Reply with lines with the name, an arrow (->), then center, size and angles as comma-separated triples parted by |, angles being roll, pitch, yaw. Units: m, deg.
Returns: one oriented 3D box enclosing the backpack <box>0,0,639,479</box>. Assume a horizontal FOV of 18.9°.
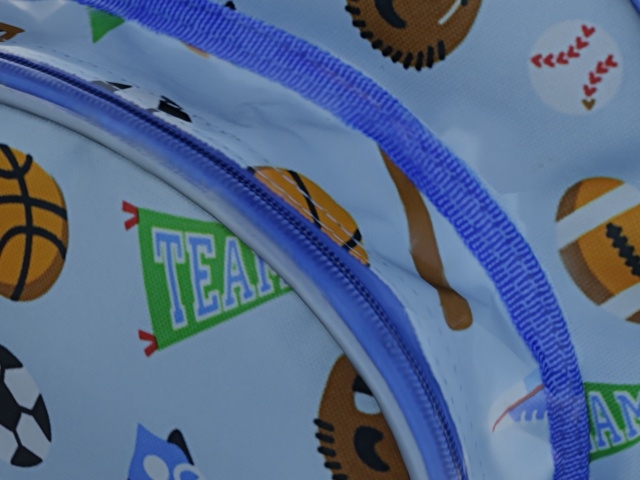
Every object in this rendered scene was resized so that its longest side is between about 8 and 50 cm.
backpack -> 0.000, 0.000, 0.444 | 0.276, 0.263, 0.213 | 21, 29, 23
